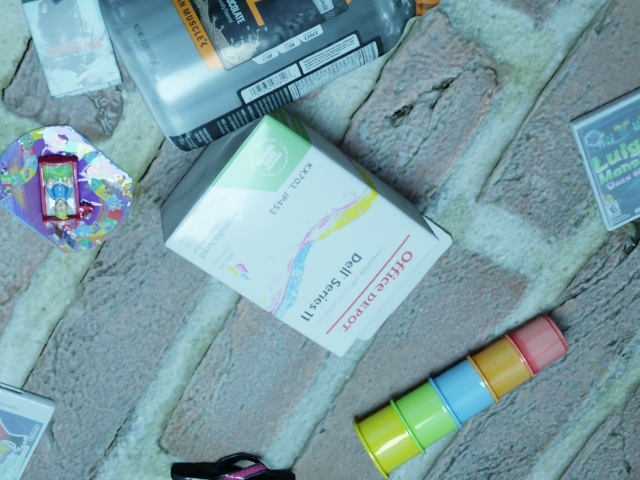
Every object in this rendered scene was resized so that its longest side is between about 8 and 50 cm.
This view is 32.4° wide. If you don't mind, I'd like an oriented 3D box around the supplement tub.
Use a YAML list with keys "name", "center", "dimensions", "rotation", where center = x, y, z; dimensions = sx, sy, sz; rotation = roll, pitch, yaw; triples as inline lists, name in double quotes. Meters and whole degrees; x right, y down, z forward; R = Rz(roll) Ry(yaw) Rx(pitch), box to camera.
- name: "supplement tub"
  center: [-0.053, -0.257, 1.212]
  dimensions: [0.338, 0.207, 0.207]
  rotation: [-27, 117, 0]

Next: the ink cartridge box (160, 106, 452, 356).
- name: "ink cartridge box"
  center: [0.000, 0.000, 1.386]
  dimensions: [0.353, 0.119, 0.207]
  rotation: [34, 102, -23]

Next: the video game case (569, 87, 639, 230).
- name: "video game case"
  center: [0.447, -0.125, 1.485]
  dimensions: [0.190, 0.022, 0.173]
  rotation: [-26, 116, 0]

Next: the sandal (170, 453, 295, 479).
- name: "sandal"
  center: [-0.118, 0.322, 1.537]
  dimensions: [0.179, 0.067, 0.040]
  rotation: [9, 100, -13]

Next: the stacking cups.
- name: "stacking cups"
  center: [0.204, 0.219, 1.546]
  dimensions: [0.316, 0.096, 0.096]
  rotation: [-29, 117, 1]

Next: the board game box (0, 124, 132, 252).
- name: "board game box"
  center: [-0.312, -0.057, 1.340]
  dimensions: [0.133, 0.033, 0.168]
  rotation: [-44, 116, 9]

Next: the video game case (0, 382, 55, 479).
- name: "video game case"
  center: [-0.475, 0.268, 1.454]
  dimensions: [0.183, 0.023, 0.201]
  rotation: [23, 107, -21]

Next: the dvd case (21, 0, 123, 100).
- name: "dvd case"
  center: [-0.287, -0.229, 1.279]
  dimensions: [0.087, 0.013, 0.119]
  rotation: [-15, 117, -6]
